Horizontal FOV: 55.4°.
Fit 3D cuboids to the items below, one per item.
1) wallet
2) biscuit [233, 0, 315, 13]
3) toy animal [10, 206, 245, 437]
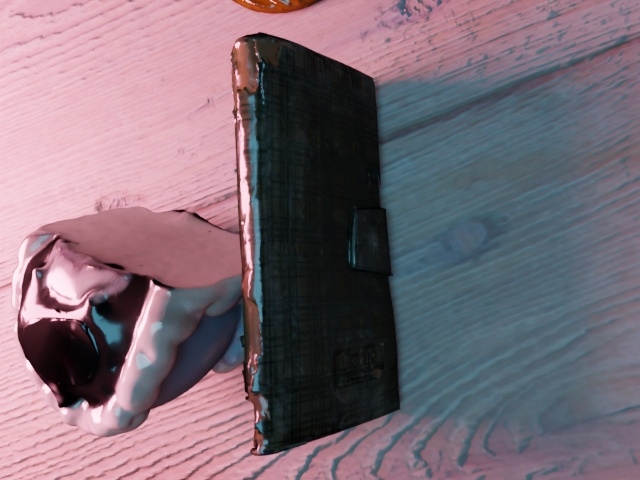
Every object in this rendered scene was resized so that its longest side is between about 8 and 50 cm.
[{"bbox_3d":[0.001,0.000,0.508,0.044,0.169,0.317,-8,83,41],"label":"wallet"},{"bbox_3d":[-0.037,-0.322,0.612,0.188,0.027,0.187,-1,87,19],"label":"biscuit"},{"bbox_3d":[-0.151,0.065,0.543,0.208,0.204,0.156,19,113,32],"label":"toy animal"}]
